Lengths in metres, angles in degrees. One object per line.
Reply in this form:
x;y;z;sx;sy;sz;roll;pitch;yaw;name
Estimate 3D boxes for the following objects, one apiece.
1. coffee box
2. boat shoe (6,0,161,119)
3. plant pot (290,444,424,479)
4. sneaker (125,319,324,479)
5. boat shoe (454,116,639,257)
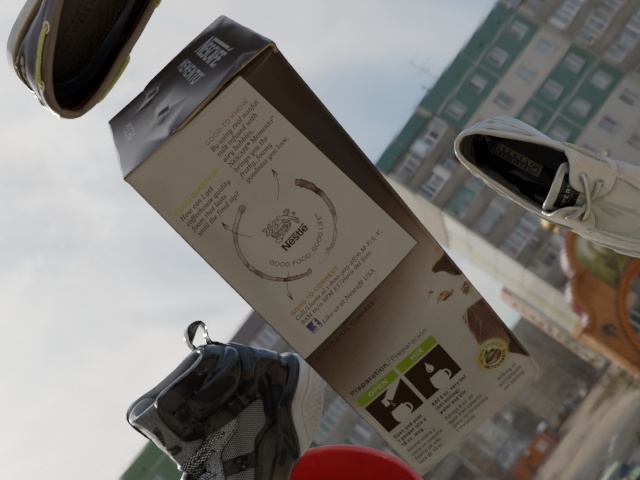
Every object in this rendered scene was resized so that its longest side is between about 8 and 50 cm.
0.000;0.000;0.642;0.119;0.297;0.168;-42;25;2;coffee box
-0.185;-0.265;0.845;0.116;0.097;0.324;16;-69;-44;boat shoe
0.024;0.436;1.157;0.275;0.274;0.243;-35;-56;-44;plant pot
-0.097;0.200;0.764;0.101;0.153;0.269;-30;39;53;sneaker
0.261;-0.055;0.950;0.088;0.267;0.096;-18;-44;-56;boat shoe
